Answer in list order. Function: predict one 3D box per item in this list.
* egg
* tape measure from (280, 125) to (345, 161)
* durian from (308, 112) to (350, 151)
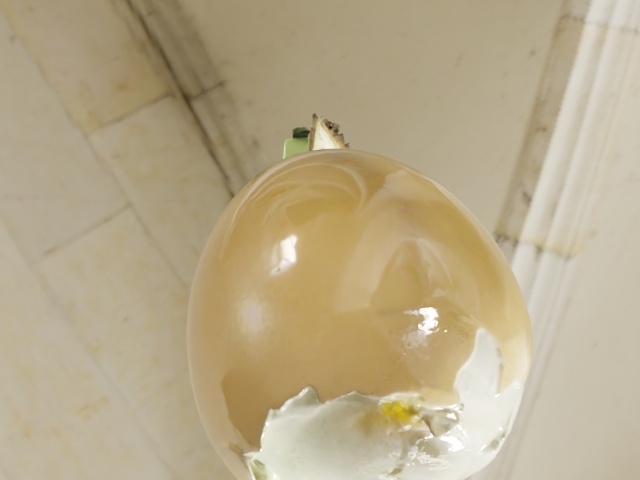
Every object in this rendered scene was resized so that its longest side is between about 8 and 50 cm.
[{"bbox_3d":[0.018,0.049,0.917,0.201,0.201,0.244,-56,-143,34],"label":"egg"},{"bbox_3d":[0.000,0.000,1.579,0.087,0.177,0.154,0,-38,4],"label":"tape measure"},{"bbox_3d":[0.000,-0.041,1.154,0.052,0.066,0.130,27,-52,37],"label":"durian"}]
